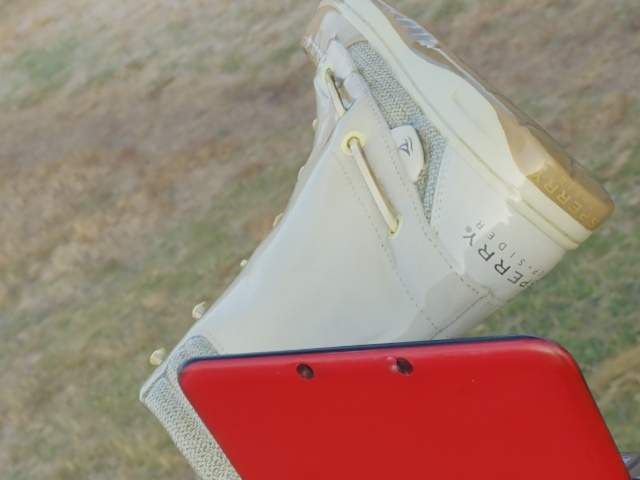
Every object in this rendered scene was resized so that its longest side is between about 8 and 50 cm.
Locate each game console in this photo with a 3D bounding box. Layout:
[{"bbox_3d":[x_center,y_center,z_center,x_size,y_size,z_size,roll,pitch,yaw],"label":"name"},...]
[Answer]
[{"bbox_3d":[0.047,0.063,0.491,0.144,0.085,0.124,-6,7,33],"label":"game console"}]

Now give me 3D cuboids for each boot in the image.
[{"bbox_3d":[0.000,0.000,0.647,0.203,0.095,0.262,-50,29,8],"label":"boot"}]
